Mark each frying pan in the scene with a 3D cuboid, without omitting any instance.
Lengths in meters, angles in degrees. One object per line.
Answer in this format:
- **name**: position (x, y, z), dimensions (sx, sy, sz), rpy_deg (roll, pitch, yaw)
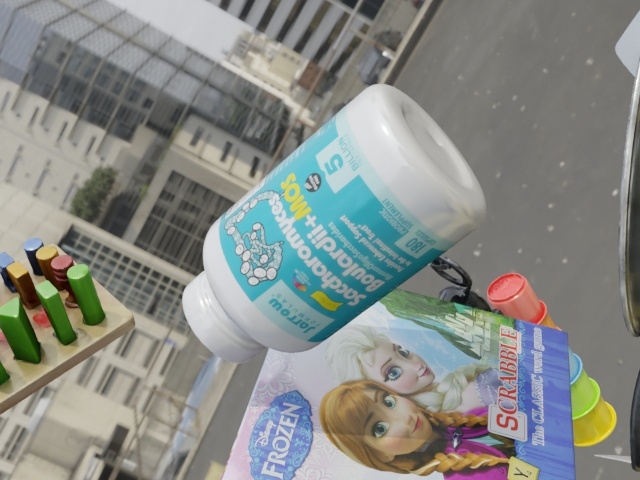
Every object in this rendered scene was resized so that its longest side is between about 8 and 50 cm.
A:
- **frying pan**: position (0.204, 0.023, 0.456), dimensions (0.197, 0.053, 0.326), rpy_deg (-14, -72, -57)

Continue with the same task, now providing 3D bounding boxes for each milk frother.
- **milk frother**: position (0.161, 0.109, 1.049), dimensions (0.134, 0.143, 0.129), rpy_deg (-52, 8, -35)

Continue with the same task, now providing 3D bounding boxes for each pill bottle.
- **pill bottle**: position (0.000, 0.000, 0.674), dimensions (0.264, 0.146, 0.146), rpy_deg (-40, 19, 23)

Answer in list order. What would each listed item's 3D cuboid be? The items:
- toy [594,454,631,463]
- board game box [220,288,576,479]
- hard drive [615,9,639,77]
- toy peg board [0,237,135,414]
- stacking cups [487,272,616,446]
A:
- **toy**: position (0.497, 0.323, 1.027), dimensions (0.237, 0.137, 0.056), rpy_deg (158, 118, -66)
- **board game box**: position (0.091, 0.180, 0.783), dimensions (0.318, 0.318, 0.066), rpy_deg (-72, -6, -51)
- **hard drive**: position (0.392, -0.258, 0.751), dimensions (0.254, 0.054, 0.172), rpy_deg (-53, -23, 21)
- **toy peg board**: position (-0.296, 0.059, 0.753), dimensions (0.161, 0.161, 0.079), rpy_deg (-34, -40, -30)
- **stacking cups**: position (0.356, 0.185, 1.197), dimensions (0.096, 0.316, 0.096), rpy_deg (-27, 28, 16)
